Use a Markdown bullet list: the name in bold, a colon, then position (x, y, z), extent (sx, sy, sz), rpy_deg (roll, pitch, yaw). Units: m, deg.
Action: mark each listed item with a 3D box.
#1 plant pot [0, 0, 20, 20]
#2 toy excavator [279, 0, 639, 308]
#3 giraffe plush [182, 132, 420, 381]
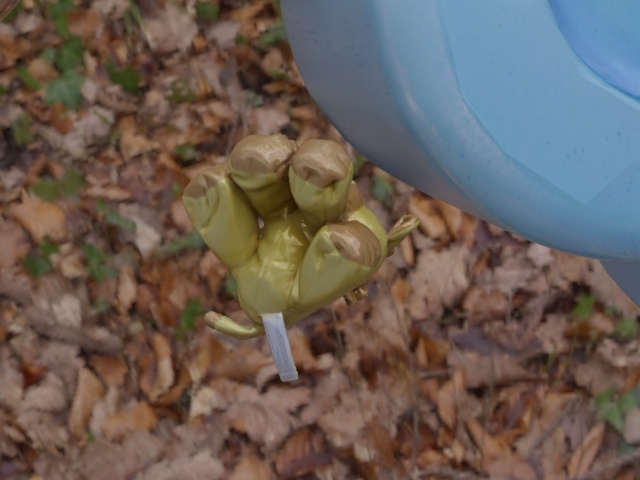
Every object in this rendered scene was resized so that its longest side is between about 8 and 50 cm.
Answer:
- **plant pot**: position (-0.244, -0.165, 0.643), extent (0.263, 0.263, 0.229), rpy_deg (1, 14, 12)
- **toy excavator**: position (0.029, -0.133, 0.446), extent (0.445, 0.433, 0.222), rpy_deg (-19, 15, -12)
- **giraffe plush**: position (0.000, 0.000, 1.193), extent (0.181, 0.210, 0.170), rpy_deg (6, 16, 31)
